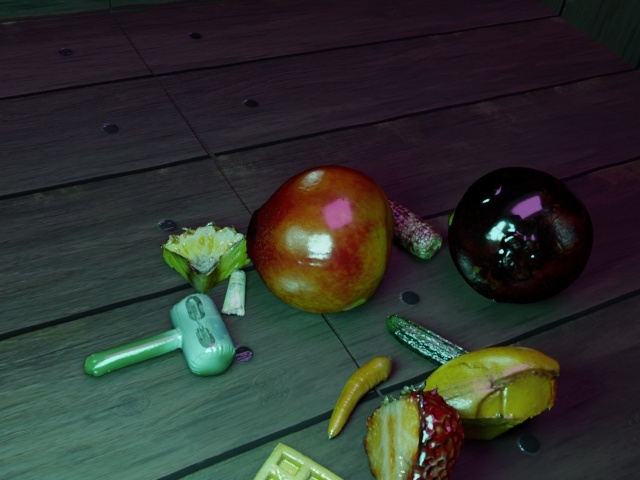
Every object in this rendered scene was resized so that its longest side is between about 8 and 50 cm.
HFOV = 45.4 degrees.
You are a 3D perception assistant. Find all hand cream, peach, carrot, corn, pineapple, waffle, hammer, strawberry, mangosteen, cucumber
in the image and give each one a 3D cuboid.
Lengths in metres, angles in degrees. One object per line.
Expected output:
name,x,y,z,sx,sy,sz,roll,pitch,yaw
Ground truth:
hand cream,-0.221,0.136,1.980,0.061,0.039,0.143,8,46,-6
peach,0.000,0.000,1.943,0.388,0.388,0.388,6,42,-6
carrot,0.083,0.355,1.790,0.271,0.066,0.062,-37,17,-37
corn,0.230,-0.050,2.239,0.098,0.098,0.290,-27,50,-35
pineapple,-0.304,0.048,2.020,0.236,0.115,0.186,-7,44,-5
waffle,-0.054,0.552,1.538,0.221,0.055,0.248,26,44,16
hammer,-0.377,0.251,1.772,0.335,0.119,0.206,-16,48,-18
strawberry,0.216,0.442,1.590,0.150,0.253,0.280,12,42,-23
mangosteen,0.523,-0.030,2.086,0.380,0.381,0.421,-1,33,-13
cucumber,0.273,0.265,1.915,0.265,0.077,0.077,27,44,19

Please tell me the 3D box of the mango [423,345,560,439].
mango,0.375,0.358,1.757,0.350,0.201,0.199,-12,25,0
